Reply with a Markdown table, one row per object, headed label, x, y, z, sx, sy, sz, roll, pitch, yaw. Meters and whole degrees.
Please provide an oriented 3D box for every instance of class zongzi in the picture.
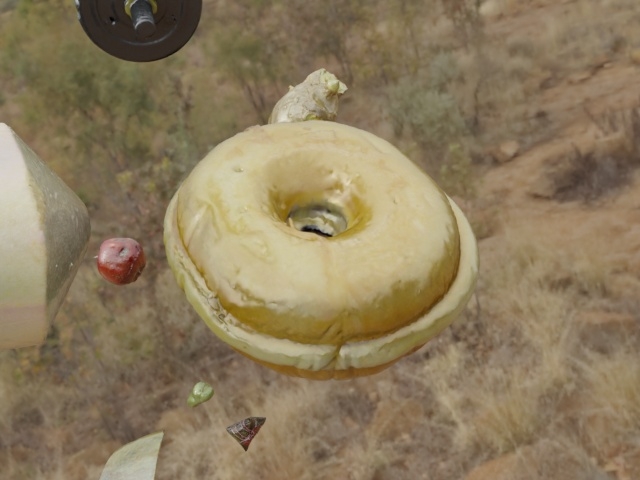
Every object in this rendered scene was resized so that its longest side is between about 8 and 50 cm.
| label | x | y | z | sx | sy | sz | roll | pitch | yaw |
| --- | --- | --- | --- | --- | --- | --- | --- | --- | --- |
| zongzi | -0.157 | 0.401 | 1.891 | 0.083 | 0.073 | 0.067 | -40 | 70 | -10 |

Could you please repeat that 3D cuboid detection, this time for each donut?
| label | x | y | z | sx | sy | sz | roll | pitch | yaw |
| --- | --- | --- | --- | --- | --- | --- | --- | --- | --- |
| donut | 0.000 | 0.000 | 1.231 | 0.449 | 0.198 | 0.448 | 2 | 46 | -2 |

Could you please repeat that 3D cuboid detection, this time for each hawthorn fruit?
| label | x | y | z | sx | sy | sz | roll | pitch | yaw |
| --- | --- | --- | --- | --- | --- | --- | --- | --- | --- |
| hawthorn fruit | -0.355 | 0.034 | 1.548 | 0.093 | 0.093 | 0.093 | -16 | 25 | 8 |

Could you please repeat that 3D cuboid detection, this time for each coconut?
| label | x | y | z | sx | sy | sz | roll | pitch | yaw |
| --- | --- | --- | --- | --- | --- | --- | --- | --- | --- |
| coconut | -0.347 | 0.000 | 0.849 | 0.244 | 0.239 | 0.239 | -7 | 18 | -25 |

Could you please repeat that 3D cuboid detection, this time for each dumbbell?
| label | x | y | z | sx | sy | sz | roll | pitch | yaw |
| --- | --- | --- | --- | --- | --- | --- | --- | --- | --- |
| dumbbell | -0.222 | -0.311 | 1.051 | 0.143 | 0.143 | 0.325 | -20 | 36 | -1 |

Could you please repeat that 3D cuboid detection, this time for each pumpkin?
| label | x | y | z | sx | sy | sz | roll | pitch | yaw |
| --- | --- | --- | --- | --- | --- | --- | --- | --- | --- |
| pumpkin | -0.349 | 0.447 | 1.591 | 0.110 | 0.217 | 0.217 | 6 | 25 | -4 |

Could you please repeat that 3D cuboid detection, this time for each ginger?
| label | x | y | z | sx | sy | sz | roll | pitch | yaw |
| --- | --- | --- | --- | --- | --- | --- | --- | --- | --- |
| ginger | -0.027 | -0.228 | 1.579 | 0.216 | 0.102 | 0.157 | -33 | 26 | 46 |

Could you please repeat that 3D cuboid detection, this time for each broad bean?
| label | x | y | z | sx | sy | sz | roll | pitch | yaw |
| --- | --- | --- | --- | --- | --- | --- | --- | --- | --- |
| broad bean | -0.264 | 0.338 | 1.925 | 0.063 | 0.045 | 0.083 | -56 | 7 | -35 |
